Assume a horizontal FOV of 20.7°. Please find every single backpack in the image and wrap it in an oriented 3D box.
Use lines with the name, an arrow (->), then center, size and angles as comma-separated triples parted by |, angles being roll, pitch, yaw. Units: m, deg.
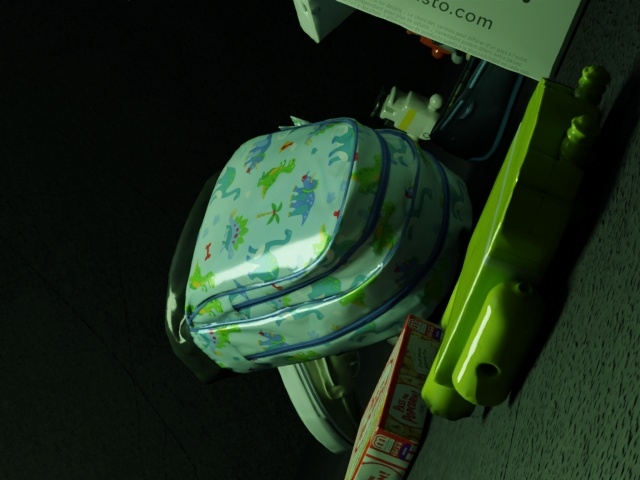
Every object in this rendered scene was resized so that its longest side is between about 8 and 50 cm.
backpack -> 0.000, 0.000, 1.991 | 0.273, 0.355, 0.290 | 51, -131, -46

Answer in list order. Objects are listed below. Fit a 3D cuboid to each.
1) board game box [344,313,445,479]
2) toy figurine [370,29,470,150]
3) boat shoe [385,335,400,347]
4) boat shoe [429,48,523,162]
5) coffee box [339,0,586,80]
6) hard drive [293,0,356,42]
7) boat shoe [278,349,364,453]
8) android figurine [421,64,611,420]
board game box -> 0.068, 0.186, 1.718 | 0.193, 0.045, 0.147 | -69, 1, -58
toy figurine -> 0.181, -0.233, 2.540 | 0.209, 0.148, 0.213 | -134, 68, -83
boat shoe -> 0.051, 0.061, 2.420 | 0.367, 0.156, 0.136 | -74, 6, -81
boat shoe -> 0.198, -0.223, 2.056 | 0.109, 0.089, 0.258 | 131, 158, -75
coffee box -> 0.149, -0.417, 1.796 | 0.338, 0.337, 0.334 | -68, 0, -65
hard drive -> 0.088, -0.398, 2.219 | 0.307, 0.040, 0.203 | -43, -15, -6
boat shoe -> 0.001, 0.153, 2.258 | 0.109, 0.094, 0.302 | -87, -26, -54
android figurine -> 0.141, -0.002, 1.245 | 0.248, 0.056, 0.273 | -69, 0, -52
